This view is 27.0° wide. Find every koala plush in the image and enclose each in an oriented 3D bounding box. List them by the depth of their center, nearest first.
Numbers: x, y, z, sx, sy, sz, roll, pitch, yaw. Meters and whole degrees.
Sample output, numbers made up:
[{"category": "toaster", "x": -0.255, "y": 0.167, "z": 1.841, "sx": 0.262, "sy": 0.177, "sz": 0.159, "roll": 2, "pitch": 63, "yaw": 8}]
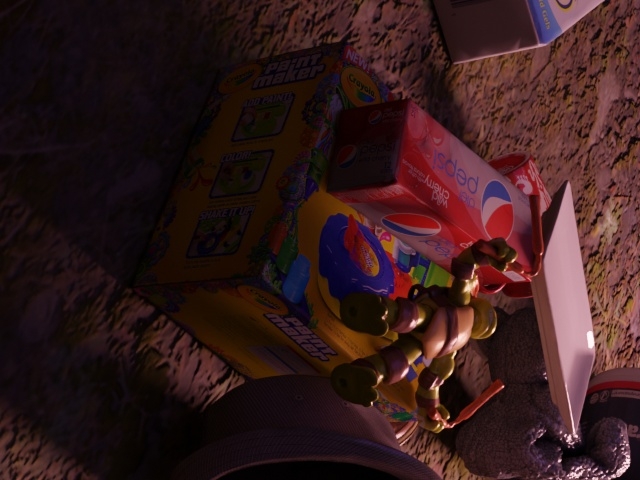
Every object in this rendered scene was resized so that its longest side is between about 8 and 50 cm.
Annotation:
[{"category": "koala plush", "x": 0.267, "y": 0.186, "z": 1.690, "sx": 0.203, "sy": 0.196, "sz": 0.221, "roll": 4, "pitch": 87, "yaw": -40}]

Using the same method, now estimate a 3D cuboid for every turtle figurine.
[{"category": "turtle figurine", "x": 0.109, "y": 0.074, "z": 1.289, "sx": 0.217, "sy": 0.087, "sz": 0.270, "roll": -8, "pitch": 125, "yaw": -45}]

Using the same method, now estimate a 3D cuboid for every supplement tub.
[{"category": "supplement tub", "x": 0.438, "y": 0.334, "z": 1.874, "sx": 0.191, "sy": 0.191, "sz": 0.272, "roll": 46, "pitch": 53, "yaw": -37}]

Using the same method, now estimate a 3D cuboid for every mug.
[{"category": "mug", "x": 0.257, "y": -0.016, "z": 1.757, "sx": 0.150, "sy": 0.113, "sz": 0.169, "roll": -41, "pitch": 114, "yaw": -47}]

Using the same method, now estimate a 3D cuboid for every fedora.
[{"category": "fedora", "x": -0.013, "y": 0.218, "z": 1.323, "sx": 0.275, "sy": 0.244, "sz": 0.124, "roll": 8, "pitch": 49, "yaw": -14}]

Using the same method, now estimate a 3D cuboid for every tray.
[{"category": "tray", "x": 0.272, "y": 0.079, "z": 1.511, "sx": 0.145, "sy": 0.030, "sz": 0.270, "roll": -64, "pitch": 147, "yaw": -46}]

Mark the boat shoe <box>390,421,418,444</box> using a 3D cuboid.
[{"category": "boat shoe", "x": 0.052, "y": 0.212, "z": 1.515, "sx": 0.178, "sy": 0.064, "sz": 0.060, "roll": -26, "pitch": 108, "yaw": -46}]

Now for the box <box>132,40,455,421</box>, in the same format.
[{"category": "box", "x": 0.000, "y": 0.000, "z": 1.389, "sx": 0.290, "sy": 0.177, "sz": 0.279, "roll": 43, "pitch": 54, "yaw": -39}]

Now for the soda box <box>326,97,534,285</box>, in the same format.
[{"category": "soda box", "x": 0.120, "y": -0.042, "z": 1.335, "sx": 0.263, "sy": 0.083, "sz": 0.092, "roll": 32, "pitch": 62, "yaw": -46}]

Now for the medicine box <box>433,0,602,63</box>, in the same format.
[{"category": "medicine box", "x": 0.261, "y": -0.414, "z": 1.772, "sx": 0.289, "sy": 0.149, "sz": 0.264, "roll": -39, "pitch": 116, "yaw": -45}]
